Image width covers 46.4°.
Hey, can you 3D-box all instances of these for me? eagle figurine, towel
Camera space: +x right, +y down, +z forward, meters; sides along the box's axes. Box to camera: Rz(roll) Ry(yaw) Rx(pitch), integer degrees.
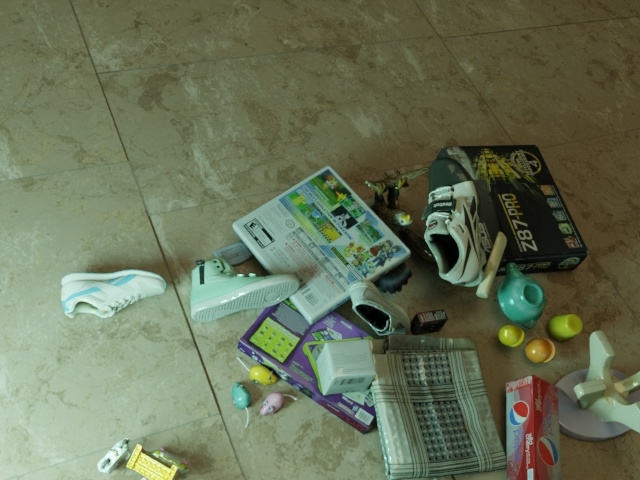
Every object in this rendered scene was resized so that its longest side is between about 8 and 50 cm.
[{"bbox_3d":[0.202,-0.019,1.911,0.226,0.225,0.298,-16,89,20],"label":"eagle figurine"},{"bbox_3d":[0.257,0.359,1.667,0.312,0.056,0.324,3,59,-23],"label":"towel"}]

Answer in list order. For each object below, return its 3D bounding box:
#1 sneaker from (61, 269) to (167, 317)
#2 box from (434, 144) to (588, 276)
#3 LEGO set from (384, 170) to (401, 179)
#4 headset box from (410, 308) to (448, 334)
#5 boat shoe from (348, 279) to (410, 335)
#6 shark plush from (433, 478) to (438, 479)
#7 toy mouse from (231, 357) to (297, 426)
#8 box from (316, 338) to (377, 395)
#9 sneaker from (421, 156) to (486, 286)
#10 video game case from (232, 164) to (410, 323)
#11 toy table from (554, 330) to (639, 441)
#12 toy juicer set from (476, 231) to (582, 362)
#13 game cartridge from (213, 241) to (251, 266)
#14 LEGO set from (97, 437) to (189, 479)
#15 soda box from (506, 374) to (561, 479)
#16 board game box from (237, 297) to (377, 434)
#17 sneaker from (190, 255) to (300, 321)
[{"bbox_3d":[-0.456,0.122,1.660,0.229,0.087,0.092,-4,63,-11],"label":"sneaker"},{"bbox_3d":[0.521,-0.091,2.083,0.318,0.097,0.394,-4,57,-15],"label":"box"},{"bbox_3d":[0.203,-0.167,2.098,0.083,0.023,0.054,-11,60,-38],"label":"LEGO set"},{"bbox_3d":[0.258,0.199,1.815,0.083,0.062,0.032,-6,56,-21],"label":"headset box"},{"bbox_3d":[0.136,0.178,1.727,0.227,0.079,0.081,43,34,-39],"label":"boat shoe"},{"bbox_3d":[0.215,0.567,1.530,0.073,0.067,0.161,40,54,14],"label":"shark plush"},{"bbox_3d":[-0.135,0.337,1.620,0.161,0.031,0.143,24,52,2],"label":"toy mouse"},{"bbox_3d":[0.055,0.275,1.621,0.101,0.102,0.087,-2,58,-17],"label":"box"},{"bbox_3d":[0.312,-0.054,1.812,0.146,0.122,0.330,6,68,-48],"label":"sneaker"},{"bbox_3d":[0.000,0.000,1.808,0.300,0.036,0.329,-33,63,-17],"label":"video game case"},{"bbox_3d":[0.681,0.356,1.762,0.274,0.161,0.252,-19,62,-26],"label":"toy table"},{"bbox_3d":[0.487,0.166,1.874,0.209,0.089,0.329,-42,90,-27],"label":"toy juicer set"},{"bbox_3d":[-0.214,0.037,1.828,0.083,0.017,0.056,-19,59,-27],"label":"game cartridge"},{"bbox_3d":[-0.292,0.493,1.443,0.132,0.107,0.287,-42,76,1],"label":"LEGO set"},{"bbox_3d":[0.477,0.440,1.673,0.092,0.083,0.263,29,49,-22],"label":"soda box"},{"bbox_3d":[0.009,0.262,1.710,0.347,0.056,0.208,33,57,9],"label":"board game box"},{"bbox_3d":[-0.181,0.082,1.717,0.256,0.094,0.151,-15,55,2],"label":"sneaker"}]
